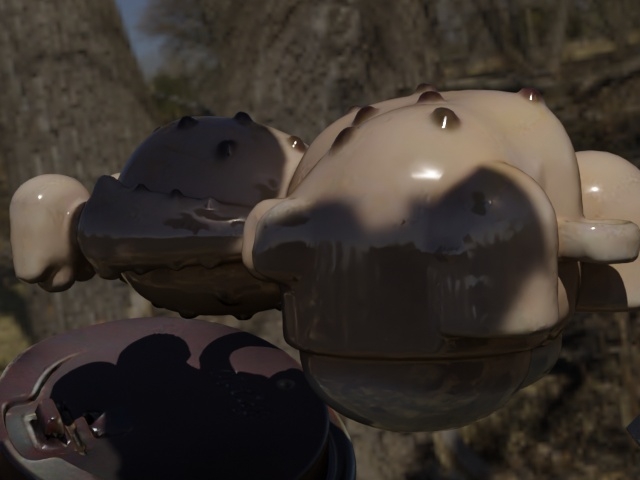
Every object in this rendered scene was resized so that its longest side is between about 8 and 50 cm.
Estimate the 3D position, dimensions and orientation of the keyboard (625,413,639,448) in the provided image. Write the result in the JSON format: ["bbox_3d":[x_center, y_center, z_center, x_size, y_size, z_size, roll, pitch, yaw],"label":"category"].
[{"bbox_3d":[0.262,0.166,0.886,0.010,0.064,0.198,26,22,-37],"label":"keyboard"}]

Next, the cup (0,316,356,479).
[{"bbox_3d":[-0.084,0.190,0.727,0.196,0.280,0.196,3,29,-2],"label":"cup"}]

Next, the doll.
[{"bbox_3d":[-0.002,0.000,0.548,0.154,0.119,0.278,-4,5,-41],"label":"doll"}]
